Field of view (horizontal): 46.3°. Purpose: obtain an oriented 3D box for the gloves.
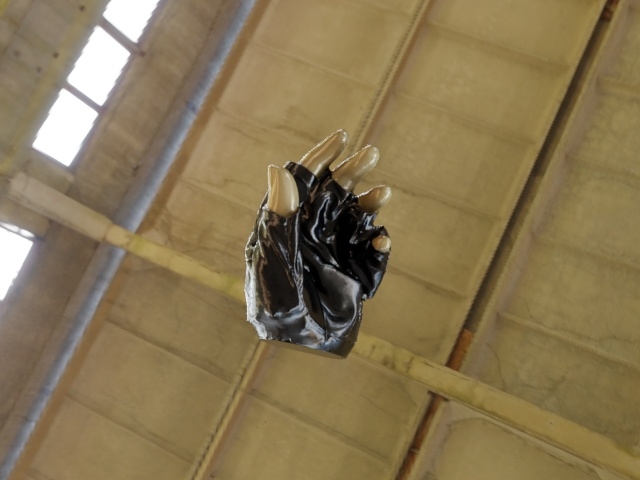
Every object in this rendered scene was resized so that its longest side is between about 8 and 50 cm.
[{"bbox_3d":[0.000,0.000,0.694,0.124,0.164,0.203,2,-104,43],"label":"gloves"}]
